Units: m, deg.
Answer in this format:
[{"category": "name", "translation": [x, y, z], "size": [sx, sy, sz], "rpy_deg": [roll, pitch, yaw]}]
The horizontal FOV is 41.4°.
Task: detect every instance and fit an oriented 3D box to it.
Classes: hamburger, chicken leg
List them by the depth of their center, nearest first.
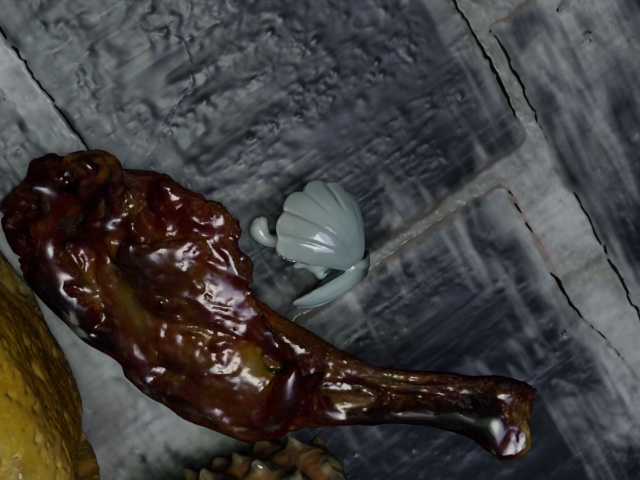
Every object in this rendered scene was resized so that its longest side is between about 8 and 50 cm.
[{"category": "hamburger", "translation": [-0.242, 0.117, 0.522], "size": [0.163, 0.244, 0.244], "rpy_deg": [-22, 104, -8]}, {"category": "chicken leg", "translation": [-0.044, 0.067, 0.612], "size": [0.407, 0.096, 0.158], "rpy_deg": [28, 114, 0]}]

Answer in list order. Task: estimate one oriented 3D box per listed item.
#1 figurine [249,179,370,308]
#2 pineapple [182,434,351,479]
[{"category": "figurine", "translation": [0.000, 0.000, 0.656], "size": [0.094, 0.082, 0.086], "rpy_deg": [-35, 91, -32]}, {"category": "pineapple", "translation": [-0.130, 0.273, 0.608], "size": [0.361, 0.175, 0.175], "rpy_deg": [-25, 105, -12]}]
